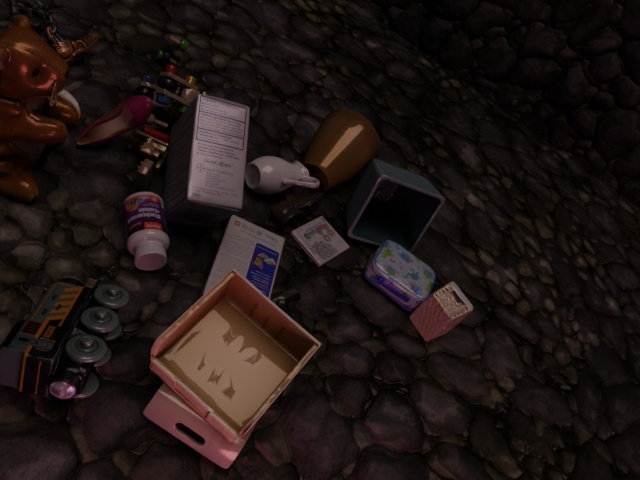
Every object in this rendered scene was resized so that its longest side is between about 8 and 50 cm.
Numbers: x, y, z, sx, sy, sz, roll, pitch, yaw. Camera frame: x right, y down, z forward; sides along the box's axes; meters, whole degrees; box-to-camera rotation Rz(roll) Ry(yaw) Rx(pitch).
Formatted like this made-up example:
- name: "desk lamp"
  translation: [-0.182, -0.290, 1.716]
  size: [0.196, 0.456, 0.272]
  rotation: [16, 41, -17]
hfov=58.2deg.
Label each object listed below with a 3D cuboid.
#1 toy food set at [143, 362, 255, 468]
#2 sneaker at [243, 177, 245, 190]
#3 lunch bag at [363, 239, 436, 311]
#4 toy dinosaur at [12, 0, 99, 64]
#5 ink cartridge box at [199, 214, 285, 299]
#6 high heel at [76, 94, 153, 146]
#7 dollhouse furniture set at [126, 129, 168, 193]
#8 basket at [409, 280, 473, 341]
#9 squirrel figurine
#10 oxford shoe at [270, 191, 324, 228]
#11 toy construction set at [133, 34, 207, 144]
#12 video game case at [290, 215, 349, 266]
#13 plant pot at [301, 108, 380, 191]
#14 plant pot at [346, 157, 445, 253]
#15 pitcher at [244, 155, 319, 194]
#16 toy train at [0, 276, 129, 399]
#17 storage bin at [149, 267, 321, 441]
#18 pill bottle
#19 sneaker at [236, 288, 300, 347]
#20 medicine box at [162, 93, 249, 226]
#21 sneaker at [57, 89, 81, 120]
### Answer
- name: "toy food set"
  translation: [-0.236, 0.346, 1.340]
  size: [0.220, 0.092, 0.306]
  rotation: [34, 34, -2]
- name: "sneaker"
  translation: [-0.295, -0.245, 1.832]
  size: [0.086, 0.085, 0.237]
  rotation: [-17, 65, -3]
- name: "lunch bag"
  translation: [0.254, 0.112, 1.855]
  size: [0.219, 0.090, 0.176]
  rotation: [36, 41, -1]
- name: "toy dinosaur"
  translation: [-0.833, -0.591, 1.759]
  size: [0.218, 0.164, 0.322]
  rotation: [55, 25, -1]
- name: "ink cartridge box"
  translation: [-0.215, 0.099, 1.577]
  size: [0.176, 0.069, 0.371]
  rotation: [25, 41, -14]
- name: "high heel"
  translation: [-0.575, -0.330, 1.605]
  size: [0.082, 0.244, 0.117]
  rotation: [65, 32, -20]
- name: "dollhouse furniture set"
  translation: [-0.522, -0.228, 1.628]
  size: [0.123, 0.144, 0.151]
  rotation: [24, 58, -7]
- name: "basket"
  translation: [0.368, 0.223, 1.779]
  size: [0.103, 0.167, 0.113]
  rotation: [-19, 65, -37]
- name: "squirrel figurine"
  translation: [-0.790, -0.358, 1.375]
  size: [0.397, 0.370, 0.281]
  rotation: [23, 44, -14]
- name: "oxford shoe"
  translation: [-0.073, -0.123, 1.857]
  size: [0.096, 0.083, 0.227]
  rotation: [45, 41, 15]
- name: "toy construction set"
  translation: [-0.432, -0.406, 1.788]
  size: [0.237, 0.257, 0.308]
  rotation: [21, 57, -36]
- name: "video game case"
  translation: [0.000, 0.000, 1.840]
  size: [0.143, 0.019, 0.157]
  rotation: [48, 43, 12]
- name: "plant pot"
  translation: [0.045, -0.293, 2.002]
  size: [0.237, 0.237, 0.254]
  rotation: [39, 56, 3]
- name: "plant pot"
  translation: [0.232, -0.145, 1.970]
  size: [0.247, 0.247, 0.252]
  rotation: [18, 31, -19]
- name: "pitcher"
  translation: [-0.121, -0.202, 1.844]
  size: [0.207, 0.125, 0.178]
  rotation: [-8, 25, -43]
- name: "toy train"
  translation: [-0.527, 0.189, 1.202]
  size: [0.190, 0.142, 0.334]
  rotation: [17, 28, -12]
- name: "storage bin"
  translation: [-0.189, 0.248, 1.255]
  size: [0.262, 0.123, 0.260]
  rotation: [40, 54, 6]
- name: "pill bottle"
  translation: [-0.451, -0.023, 1.496]
  size: [0.108, 0.108, 0.193]
  rotation: [4, 51, -31]
- name: "sneaker"
  translation: [-0.107, 0.217, 1.443]
  size: [0.130, 0.087, 0.227]
  rotation: [46, 45, 5]
- name: "medicine box"
  translation: [-0.315, -0.206, 1.562]
  size: [0.149, 0.263, 0.289]
  rotation: [10, 77, -28]
- name: "sneaker"
  translation: [-0.806, -0.384, 1.608]
  size: [0.262, 0.099, 0.121]
  rotation: [25, 50, -2]
